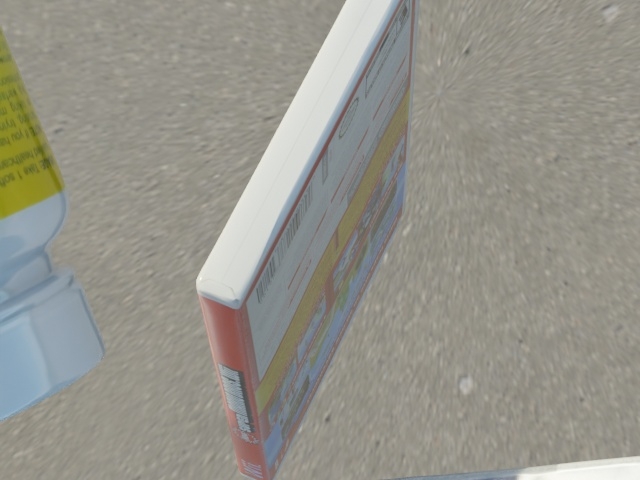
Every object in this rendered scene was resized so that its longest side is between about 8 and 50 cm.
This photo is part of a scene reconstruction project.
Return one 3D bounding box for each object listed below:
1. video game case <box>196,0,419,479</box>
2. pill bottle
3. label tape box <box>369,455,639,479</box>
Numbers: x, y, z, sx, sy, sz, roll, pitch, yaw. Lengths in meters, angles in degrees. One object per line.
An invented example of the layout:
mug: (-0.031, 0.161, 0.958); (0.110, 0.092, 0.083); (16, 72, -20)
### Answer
video game case: (0.000, 0.000, 0.815); (0.025, 0.285, 0.204); (22, 67, 11)
pill bottle: (-0.158, -0.037, 0.526); (0.119, 0.119, 0.208); (-20, 98, 6)
label tape box: (0.111, 0.212, 0.568); (0.347, 0.115, 0.249); (-12, 72, 32)
